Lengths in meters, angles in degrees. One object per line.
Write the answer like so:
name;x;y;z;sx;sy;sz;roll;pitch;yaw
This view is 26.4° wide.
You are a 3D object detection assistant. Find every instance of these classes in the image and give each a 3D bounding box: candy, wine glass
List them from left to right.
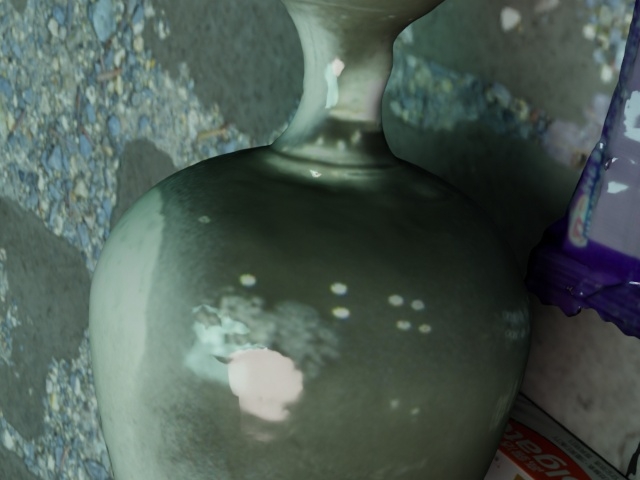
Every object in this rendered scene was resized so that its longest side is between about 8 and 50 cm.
wine glass;0.000;0.000;0.692;0.238;0.238;0.323;22;108;42
candy;0.186;-0.067;0.634;0.145;0.070;0.275;28;117;32

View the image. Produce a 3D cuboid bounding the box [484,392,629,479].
box;0.085;0.103;0.802;0.218;0.055;0.040;40;129;34
